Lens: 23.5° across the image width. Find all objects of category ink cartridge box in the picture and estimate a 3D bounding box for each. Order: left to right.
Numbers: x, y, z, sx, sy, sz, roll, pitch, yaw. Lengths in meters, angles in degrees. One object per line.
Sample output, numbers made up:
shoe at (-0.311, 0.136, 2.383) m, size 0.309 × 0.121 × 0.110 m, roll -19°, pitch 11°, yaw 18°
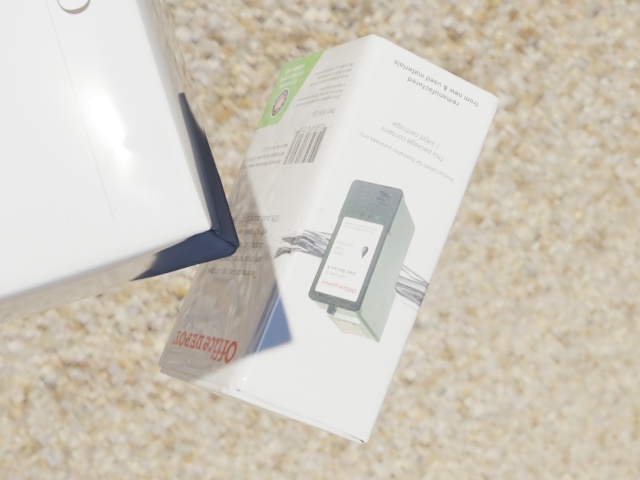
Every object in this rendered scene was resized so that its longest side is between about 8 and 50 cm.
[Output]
ink cartridge box at (0.000, 0.000, 1.161) m, size 0.115 × 0.198 × 0.272 m, roll 25°, pitch 82°, yaw -19°

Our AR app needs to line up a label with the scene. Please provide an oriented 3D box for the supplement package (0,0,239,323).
supplement package at (-0.195, -0.038, 0.547) m, size 0.293 × 0.177 × 0.175 m, roll -18°, pitch 178°, yaw -1°
